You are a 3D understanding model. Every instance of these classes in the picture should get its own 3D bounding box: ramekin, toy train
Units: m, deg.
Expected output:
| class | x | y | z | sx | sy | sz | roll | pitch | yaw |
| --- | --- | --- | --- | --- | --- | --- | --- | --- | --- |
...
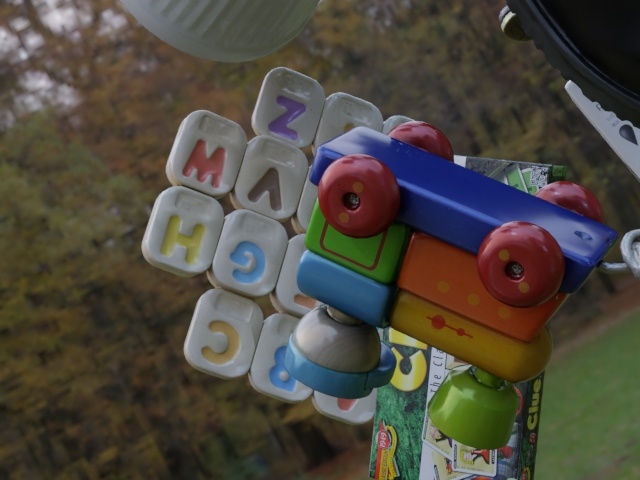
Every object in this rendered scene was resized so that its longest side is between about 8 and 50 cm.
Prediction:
| class | x | y | z | sx | sy | sz | roll | pitch | yaw |
| --- | --- | --- | --- | --- | --- | --- | --- | --- | --- |
| ramekin | -0.073 | -0.262 | 1.202 | 0.207 | 0.207 | 0.109 | -23 | -8 | -36 |
| toy train | 0.101 | 0.047 | 0.742 | 0.105 | 0.248 | 0.143 | -34 | -36 | -61 |

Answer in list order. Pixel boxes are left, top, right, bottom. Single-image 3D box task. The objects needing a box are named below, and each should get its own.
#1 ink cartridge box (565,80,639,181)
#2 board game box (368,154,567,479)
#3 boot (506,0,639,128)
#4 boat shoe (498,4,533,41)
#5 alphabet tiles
| class | x | y | z | sx | sy | sz | roll | pitch | yaw |
| --- | --- | --- | --- | --- | --- | --- | --- | --- | --- |
| ink cartridge box | 0.440 | -0.127 | 1.644 | 0.197 | 0.273 | 0.114 | -40 | -11 | 11 |
| board game box | 0.108 | 0.066 | 1.092 | 0.136 | 0.260 | 0.030 | 9 | 6 | 41 |
| boot | 0.206 | -0.250 | 0.976 | 0.131 | 0.348 | 0.260 | -36 | -14 | -26 |
| boat shoe | 0.242 | -0.253 | 1.569 | 0.152 | 0.049 | 0.056 | -14 | -28 | -41 |
| alphabet tiles | 0.000 | 0.000 | 1.218 | 0.021 | 0.284 | 0.278 | 144 | 145 | -65 |
